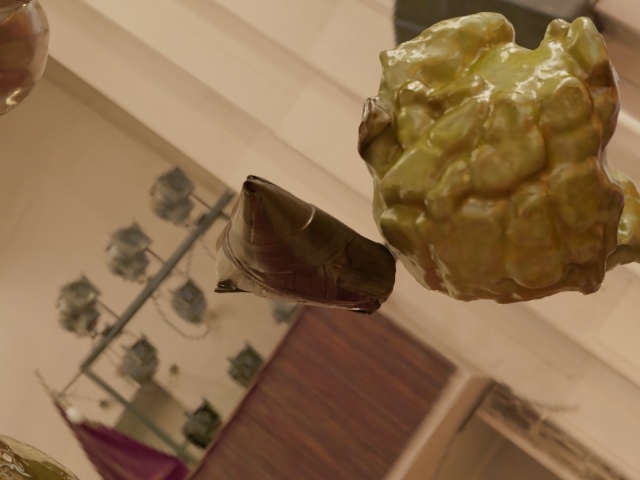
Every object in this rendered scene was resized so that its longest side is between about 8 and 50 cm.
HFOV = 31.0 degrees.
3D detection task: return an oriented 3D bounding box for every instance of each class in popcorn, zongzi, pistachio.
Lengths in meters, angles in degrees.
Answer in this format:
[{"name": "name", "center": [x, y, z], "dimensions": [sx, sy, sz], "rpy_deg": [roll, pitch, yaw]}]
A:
[{"name": "popcorn", "center": [0.167, -0.077, 1.051], "dimensions": [0.293, 0.237, 0.292], "rpy_deg": [6, -97, -61]}, {"name": "zongzi", "center": [0.000, 0.000, 0.947], "dimensions": [0.176, 0.160, 0.078], "rpy_deg": [121, 154, -63]}, {"name": "pistachio", "center": [-0.421, -0.250, 1.368], "dimensions": [0.332, 0.208, 0.226], "rpy_deg": [-55, -22, -89]}]

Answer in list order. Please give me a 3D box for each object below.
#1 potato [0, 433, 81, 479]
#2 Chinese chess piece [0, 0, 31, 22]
[{"name": "potato", "center": [-0.265, 0.212, 0.580], "dimensions": [0.359, 0.219, 0.269], "rpy_deg": [-34, -62, -43]}, {"name": "Chinese chess piece", "center": [-0.263, -0.310, 0.836], "dimensions": [0.146, 0.349, 0.349], "rpy_deg": [32, -86, -47]}]
